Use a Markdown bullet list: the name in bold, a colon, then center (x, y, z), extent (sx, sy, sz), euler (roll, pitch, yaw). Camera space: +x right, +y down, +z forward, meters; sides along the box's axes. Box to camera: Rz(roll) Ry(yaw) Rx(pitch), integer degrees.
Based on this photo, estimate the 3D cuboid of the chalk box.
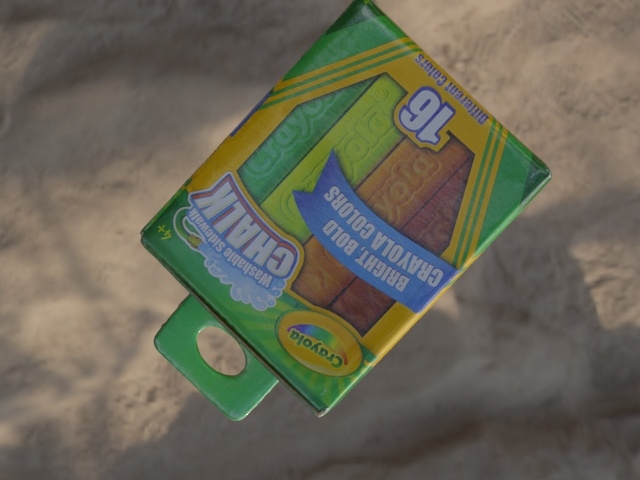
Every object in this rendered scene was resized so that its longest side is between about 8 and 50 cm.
- **chalk box**: center (0.000, 0.000, 0.699), extent (0.132, 0.132, 0.213), euler (42, 94, 4)
